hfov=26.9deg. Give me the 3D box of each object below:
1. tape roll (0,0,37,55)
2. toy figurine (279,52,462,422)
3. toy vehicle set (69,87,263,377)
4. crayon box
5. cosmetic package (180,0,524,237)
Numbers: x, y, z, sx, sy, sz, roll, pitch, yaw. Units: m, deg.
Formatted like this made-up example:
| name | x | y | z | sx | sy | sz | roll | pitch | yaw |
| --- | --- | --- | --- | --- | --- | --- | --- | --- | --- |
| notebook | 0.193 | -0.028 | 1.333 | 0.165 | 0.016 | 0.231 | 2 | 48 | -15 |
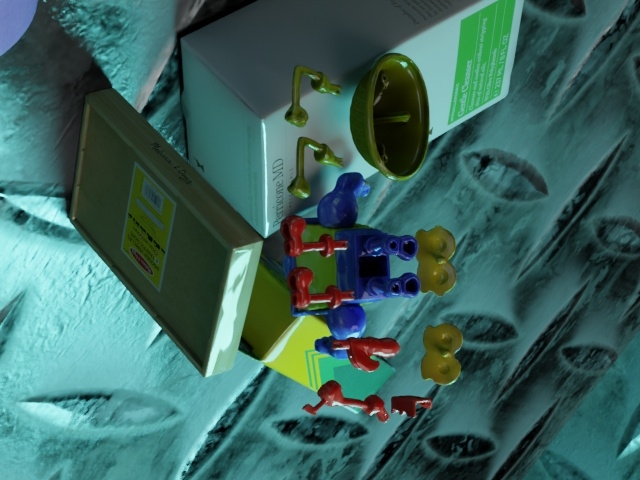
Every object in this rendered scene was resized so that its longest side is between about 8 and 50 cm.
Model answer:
| name | x | y | z | sx | sy | sz | roll | pitch | yaw |
| --- | --- | --- | --- | --- | --- | --- | --- | --- | --- |
| tape roll | -0.331 | -0.208 | 0.907 | 0.274 | 0.275 | 0.090 | -23 | 140 | -33 |
| toy figurine | 0.000 | 0.000 | 1.389 | 0.191 | 0.217 | 0.363 | -5 | 91 | -31 |
| toy vehicle set | -0.162 | -0.011 | 1.331 | 0.035 | 0.267 | 0.166 | -18 | 139 | -36 |
| crayon box | -0.057 | 0.085 | 1.616 | 0.083 | 0.203 | 0.323 | -49 | 148 | 3 |
| cosmetic package | 0.036 | -0.188 | 1.475 | 0.365 | 0.155 | 0.197 | -33 | 149 | -23 |
